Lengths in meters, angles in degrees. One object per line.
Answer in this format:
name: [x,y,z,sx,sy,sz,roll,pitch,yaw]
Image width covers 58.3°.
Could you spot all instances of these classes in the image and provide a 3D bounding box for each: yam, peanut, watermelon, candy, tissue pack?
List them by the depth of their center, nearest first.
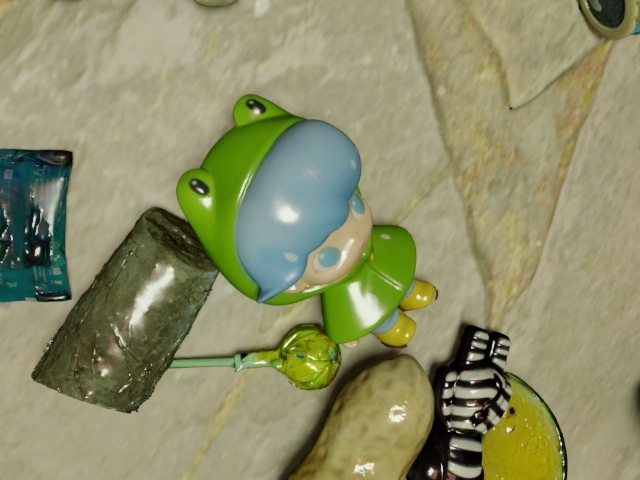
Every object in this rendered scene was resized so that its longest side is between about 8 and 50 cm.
yam: [-0.161,0.065,0.496,0.107,0.107,0.183,31,87,-13]
tissue pack: [-0.264,-0.012,0.507,0.085,0.028,0.138,1,94,-10]
peanut: [0.035,0.217,0.543,0.110,0.120,0.237,32,98,26]
candy: [-0.076,0.116,0.552,0.193,0.058,0.062,-3,57,-2]
watermelon: [0.215,0.246,0.603,0.091,0.075,0.182,19,95,-8]

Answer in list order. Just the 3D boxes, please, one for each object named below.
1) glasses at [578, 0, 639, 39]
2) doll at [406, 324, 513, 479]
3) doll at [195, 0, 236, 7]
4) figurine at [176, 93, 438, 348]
glasses: [0.330,-0.312,0.575,0.220,0.088,0.190,-23,101,-27]
doll: [0.141,0.196,0.589,0.090,0.067,0.220,17,88,-22]
doll: [-0.182,-0.301,0.450,0.277,0.175,0.150,10,57,-3]
figurine: [0.000,0.000,0.504,0.263,0.143,0.162,43,71,-29]
